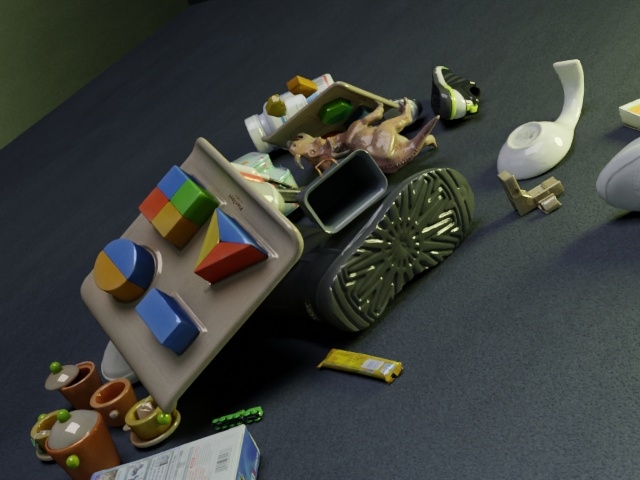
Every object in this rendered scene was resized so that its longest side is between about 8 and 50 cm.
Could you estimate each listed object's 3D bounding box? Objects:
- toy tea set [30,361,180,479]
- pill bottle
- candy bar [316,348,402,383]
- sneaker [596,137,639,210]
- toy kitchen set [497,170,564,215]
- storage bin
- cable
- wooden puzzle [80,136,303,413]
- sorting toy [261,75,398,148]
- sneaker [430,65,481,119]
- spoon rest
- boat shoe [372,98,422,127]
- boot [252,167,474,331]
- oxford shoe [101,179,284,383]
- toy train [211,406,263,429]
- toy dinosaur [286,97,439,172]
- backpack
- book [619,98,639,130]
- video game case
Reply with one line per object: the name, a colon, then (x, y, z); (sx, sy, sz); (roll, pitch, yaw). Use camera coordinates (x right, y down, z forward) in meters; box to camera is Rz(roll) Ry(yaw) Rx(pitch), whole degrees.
toy tea set: (-0.380, 0.264, 1.784); (0.200, 0.124, 0.336); (-39, 27, -26)
pill bottle: (-0.055, -0.281, 2.558); (0.222, 0.124, 0.124); (-24, 24, 5)
candy bar: (0.056, 0.183, 1.646); (0.161, 0.018, 0.040); (5, 43, 49)
sneaker: (0.531, -0.086, 1.595); (0.305, 0.114, 0.152); (-7, 29, 36)
toy kitchen set: (0.350, -0.087, 1.826); (0.083, 0.075, 0.068); (-31, 25, 0)
storage bin: (0.020, -0.084, 1.799); (0.135, 0.098, 0.091); (-41, 17, -15)
cable: (-0.066, -0.103, 2.097); (0.287, 0.072, 0.139); (2, 10, -20)
wooden puzzle: (-0.223, 0.040, 1.731); (0.347, 0.080, 0.322); (-52, 49, 7)
sorting toy: (-0.004, -0.242, 2.267); (0.229, 0.041, 0.307); (-32, -24, 28)
sneaker: (0.286, -0.303, 2.352); (0.097, 0.084, 0.234); (0, 27, -1)
spoon rest: (0.412, -0.205, 2.024); (0.137, 0.084, 0.276); (-1, 48, 46)
boat shoe: (0.116, -0.265, 2.422); (0.229, 0.080, 0.076); (-14, 9, 32)
boot: (-0.002, 0.001, 1.944); (0.367, 0.146, 0.445); (-39, 23, -30)
oxford shoe: (-0.244, 0.060, 1.885); (0.449, 0.130, 0.169); (-49, 39, 16)
toy train: (-0.123, 0.263, 1.665); (0.083, 0.017, 0.023); (-16, 16, 22)
toy dinosaur: (0.101, -0.175, 2.198); (0.296, 0.127, 0.200); (3, 37, 40)
backpack: (-0.134, -0.093, 2.241); (0.166, 0.144, 0.188); (-32, 27, -25)
book: (0.590, -0.217, 1.903); (0.096, 0.035, 0.144); (-27, 24, -9)
video game case: (-0.212, 0.378, 1.468); (0.244, 0.061, 0.269); (-19, 25, 13)
